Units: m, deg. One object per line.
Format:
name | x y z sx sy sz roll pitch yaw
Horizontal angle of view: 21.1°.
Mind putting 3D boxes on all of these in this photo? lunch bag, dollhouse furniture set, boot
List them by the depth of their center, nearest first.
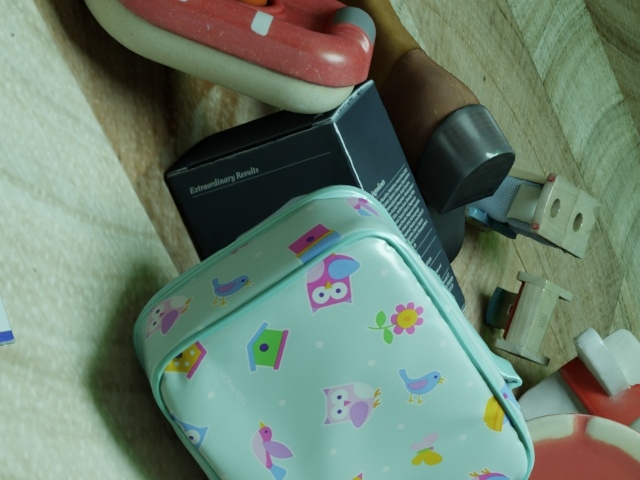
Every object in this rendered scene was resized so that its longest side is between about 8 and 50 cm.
lunch bag | 0.018 0.111 1.231 0.279 0.224 0.108 56 -3 -30
boot | 0.018 -0.100 1.476 0.096 0.264 0.280 -20 64 -32
dollhouse furniture set | 0.187 0.017 1.796 0.129 0.129 0.183 25 83 -57

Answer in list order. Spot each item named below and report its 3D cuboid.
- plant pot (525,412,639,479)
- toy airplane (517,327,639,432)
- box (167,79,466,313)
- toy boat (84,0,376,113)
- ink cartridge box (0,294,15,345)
plant pot | 0.205 0.264 1.388 0.243 0.275 0.275 68 16 -65
toy airplane | 0.355 0.272 1.770 0.386 0.384 0.272 38 83 -24
box | 0.000 0.000 1.349 0.207 0.153 0.108 68 26 -14
toy boat | -0.059 -0.200 1.260 0.151 0.231 0.151 -77 -172 -68
ink cartridge box | -0.286 -0.103 0.900 0.176 0.069 0.371 -7 74 -65
